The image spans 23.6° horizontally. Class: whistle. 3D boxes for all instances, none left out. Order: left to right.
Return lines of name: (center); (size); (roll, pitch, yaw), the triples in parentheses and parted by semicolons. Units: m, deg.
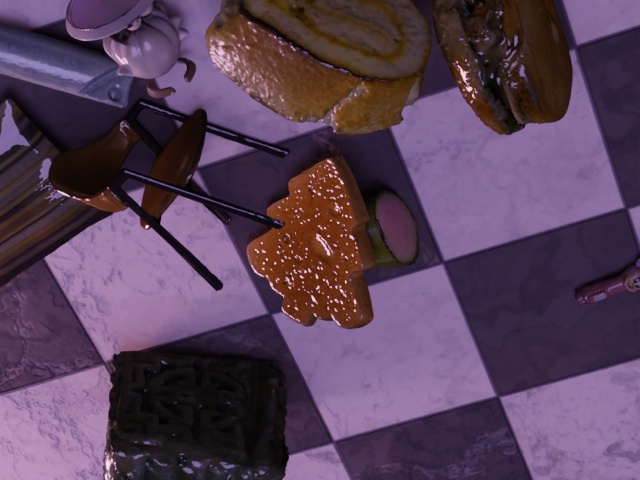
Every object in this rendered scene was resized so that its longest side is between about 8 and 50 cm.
whistle: (-0.377, -0.229, 1.834); (0.312, 0.062, 0.062); (16, 123, -10)

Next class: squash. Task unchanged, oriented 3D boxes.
squash: (0.046, 0.003, 1.979); (0.132, 0.105, 0.105); (-20, 123, 28)

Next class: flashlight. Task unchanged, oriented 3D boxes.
flashlight: (0.393, 0.061, 2.042); (0.110, 0.031, 0.052); (-22, 122, 15)

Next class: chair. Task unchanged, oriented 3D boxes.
chair: (-0.185, -0.075, 1.880); (0.247, 0.159, 0.172); (33, 121, -21)

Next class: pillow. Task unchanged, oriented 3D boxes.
pillow: (-0.405, -0.058, 1.958); (0.208, 0.052, 0.212); (-31, 121, 18)

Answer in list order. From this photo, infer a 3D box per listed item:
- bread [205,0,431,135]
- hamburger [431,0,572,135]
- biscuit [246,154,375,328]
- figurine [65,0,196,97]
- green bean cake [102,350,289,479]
bread: (0.000, -0.231, 1.760); (0.257, 0.186, 0.124); (15, 140, -4)
hamburger: (0.212, -0.214, 1.766); (0.122, 0.189, 0.215); (-16, 125, 23)
biscuit: (0.000, 0.000, 1.946); (0.041, 0.212, 0.239); (-13, 125, -46)
figurine: (-0.209, -0.235, 1.800); (0.132, 0.132, 0.154); (-22, 133, 15)
green bean cake: (-0.166, 0.258, 2.059); (0.255, 0.241, 0.132); (5, 120, -2)
